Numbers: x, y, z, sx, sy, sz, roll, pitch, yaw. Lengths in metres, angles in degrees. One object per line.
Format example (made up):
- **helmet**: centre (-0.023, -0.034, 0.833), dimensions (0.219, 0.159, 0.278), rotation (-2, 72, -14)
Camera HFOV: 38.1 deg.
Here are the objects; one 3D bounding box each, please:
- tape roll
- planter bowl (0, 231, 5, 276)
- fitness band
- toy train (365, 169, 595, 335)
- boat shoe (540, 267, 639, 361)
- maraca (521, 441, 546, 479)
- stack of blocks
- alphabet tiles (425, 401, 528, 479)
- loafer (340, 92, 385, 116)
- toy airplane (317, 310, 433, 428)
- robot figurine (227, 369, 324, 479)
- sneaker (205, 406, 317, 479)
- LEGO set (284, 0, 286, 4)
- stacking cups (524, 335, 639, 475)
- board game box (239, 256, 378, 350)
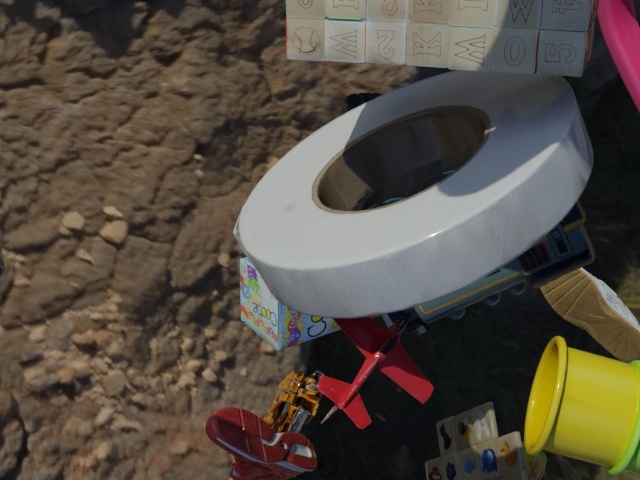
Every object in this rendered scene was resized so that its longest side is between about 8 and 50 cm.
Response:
- **tape roll**: centre (0.095, -0.064, 1.009), dimensions (0.392, 0.392, 0.072), rotation (-36, 118, -13)
- **planter bowl**: centre (-0.383, -0.024, 0.880), dimensions (0.162, 0.162, 0.109), rotation (3, 74, -22)
- **fitness band**: centre (0.424, -0.229, 1.108), dimensions (0.054, 0.209, 0.290), rotation (-22, 84, -12)
- **toy train**: centre (0.198, -0.003, 1.227), dimensions (0.334, 0.142, 0.190), rotation (-26, 89, 16)
- **boat shoe**: centre (0.536, 0.123, 1.847), dimensions (0.277, 0.096, 0.098), rotation (45, 117, -4)
- **maraca**: centre (0.379, 0.466, 1.917), dimensions (0.186, 0.099, 0.127), rotation (6, 124, -16)
- **stack of blocks**: centre (0.131, -0.238, 0.960), dimensions (0.297, 0.171, 0.087), rotation (8, 115, 18)
- **alphabet tiles**: centre (0.249, 0.437, 1.446), dimensions (0.011, 0.285, 0.342), rotation (3, 67, -22)
- **loafer**: centre (0.145, -0.215, 1.629), dimensions (0.223, 0.076, 0.078), rotation (0, 134, -2)
- **toy airplane**: centre (0.049, 0.126, 0.946), dimensions (0.151, 0.028, 0.151), rotation (5, 76, -21)
- **robot figurine**: centre (-0.085, 0.380, 1.832), dimensions (0.085, 0.211, 0.291), rotation (29, 116, -1)
- **sneaker**: centre (-0.118, 0.337, 1.422), dimensions (0.128, 0.087, 0.221), rotation (-38, 131, 23)
- **LEGO set**: centre (0.074, -0.420, 1.446), dimensions (0.255, 0.331, 0.192), rotation (18, 108, -4)
- **stacking cups**: centre (0.321, 0.151, 0.699), dimensions (0.316, 0.096, 0.096), rotation (12, 94, 4)
- **board game box**: centre (-0.005, 0.089, 1.833), dimensions (0.275, 0.144, 0.142), rotation (-16, 121, -31)
